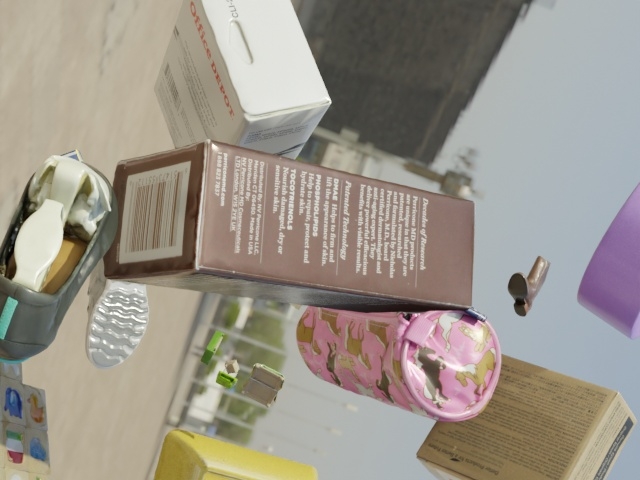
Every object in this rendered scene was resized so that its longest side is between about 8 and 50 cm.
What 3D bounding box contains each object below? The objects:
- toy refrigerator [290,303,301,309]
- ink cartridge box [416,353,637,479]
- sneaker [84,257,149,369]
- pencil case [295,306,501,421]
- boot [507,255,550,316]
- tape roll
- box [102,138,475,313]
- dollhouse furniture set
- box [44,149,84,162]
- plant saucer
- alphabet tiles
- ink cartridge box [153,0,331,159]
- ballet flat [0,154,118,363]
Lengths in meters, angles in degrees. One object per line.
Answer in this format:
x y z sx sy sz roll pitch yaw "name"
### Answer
0.000 0.000 2.223 0.269 0.102 0.094 -52 178 -30 "toy refrigerator"
0.279 0.271 1.538 0.234 0.088 0.193 16 -116 46 "ink cartridge box"
-0.377 0.109 2.069 0.115 0.105 0.281 -30 -136 49 "sneaker"
0.098 0.152 1.609 0.386 0.160 0.167 180 -88 -68 "pencil case"
0.362 0.058 1.933 0.114 0.037 0.106 -52 148 -33 "boot"
0.460 -0.003 1.515 0.275 0.090 0.275 -43 154 -27 "tape roll"
-0.024 -0.003 1.255 0.191 0.381 0.143 -6 -105 50 "box"
-0.132 0.222 1.965 0.076 0.151 0.058 -63 179 31 "dollhouse furniture set"
-0.400 -0.063 1.869 0.054 0.059 0.169 -174 -116 -84 "box"
-0.160 0.540 2.033 0.081 0.332 0.333 -9 -116 59 "plant saucer"
-0.393 0.266 1.332 0.285 0.011 0.342 44 35 -67 "alphabet tiles"
-0.106 -0.182 1.400 0.197 0.114 0.273 69 -23 15 "ink cartridge box"
-0.232 -0.010 1.008 0.280 0.095 0.096 -86 -164 -52 "ballet flat"
